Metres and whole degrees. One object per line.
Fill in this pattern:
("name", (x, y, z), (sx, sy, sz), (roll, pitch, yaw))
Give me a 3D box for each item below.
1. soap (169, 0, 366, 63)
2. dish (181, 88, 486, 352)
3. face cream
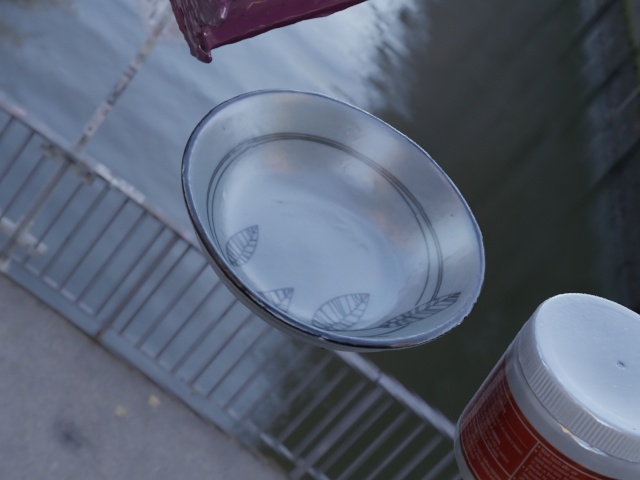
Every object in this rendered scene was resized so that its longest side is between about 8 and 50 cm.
("soap", (0.051, -0.280, 0.814), (0.359, 0.128, 0.233), (-21, 87, -16))
("dish", (0.000, 0.000, 1.249), (0.316, 0.106, 0.316), (16, 46, -18))
("face cream", (0.261, 0.187, 1.337), (0.201, 0.187, 0.201), (18, 37, -14))
